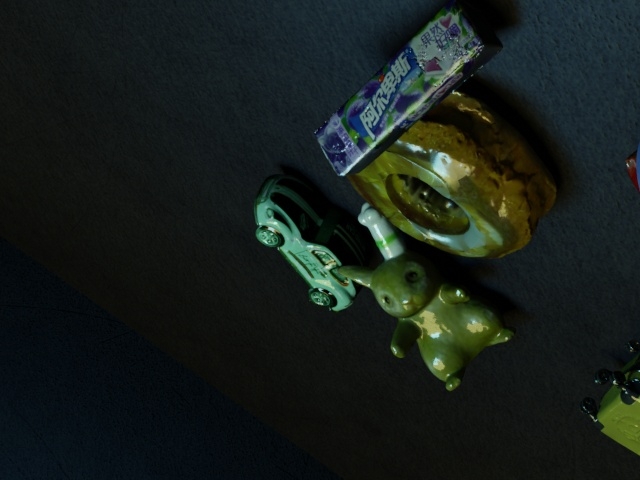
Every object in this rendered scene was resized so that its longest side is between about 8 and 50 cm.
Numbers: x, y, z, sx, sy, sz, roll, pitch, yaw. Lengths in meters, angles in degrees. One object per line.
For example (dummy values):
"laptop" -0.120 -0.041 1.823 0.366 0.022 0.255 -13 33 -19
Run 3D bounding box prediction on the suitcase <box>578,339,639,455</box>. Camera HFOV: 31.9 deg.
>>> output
"suitcase" 0.589 0.280 1.909 0.234 0.143 0.194 31 153 7

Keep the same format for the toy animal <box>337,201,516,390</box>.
"toy animal" 0.176 0.107 2.038 0.363 0.181 0.180 39 -165 -22

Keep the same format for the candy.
"candy" 0.116 -0.207 1.557 0.312 0.061 0.088 -41 74 35

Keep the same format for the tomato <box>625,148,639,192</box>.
"tomato" 0.511 -0.049 1.443 0.200 0.139 0.233 43 -164 -42

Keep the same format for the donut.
"donut" 0.191 -0.097 1.714 0.330 0.160 0.330 22 146 15

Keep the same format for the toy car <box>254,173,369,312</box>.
"toy car" 0.000 0.000 2.124 0.125 0.136 0.306 -11 129 39

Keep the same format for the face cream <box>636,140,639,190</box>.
"face cream" 0.514 -0.102 1.241 0.249 0.249 0.225 35 154 -1
